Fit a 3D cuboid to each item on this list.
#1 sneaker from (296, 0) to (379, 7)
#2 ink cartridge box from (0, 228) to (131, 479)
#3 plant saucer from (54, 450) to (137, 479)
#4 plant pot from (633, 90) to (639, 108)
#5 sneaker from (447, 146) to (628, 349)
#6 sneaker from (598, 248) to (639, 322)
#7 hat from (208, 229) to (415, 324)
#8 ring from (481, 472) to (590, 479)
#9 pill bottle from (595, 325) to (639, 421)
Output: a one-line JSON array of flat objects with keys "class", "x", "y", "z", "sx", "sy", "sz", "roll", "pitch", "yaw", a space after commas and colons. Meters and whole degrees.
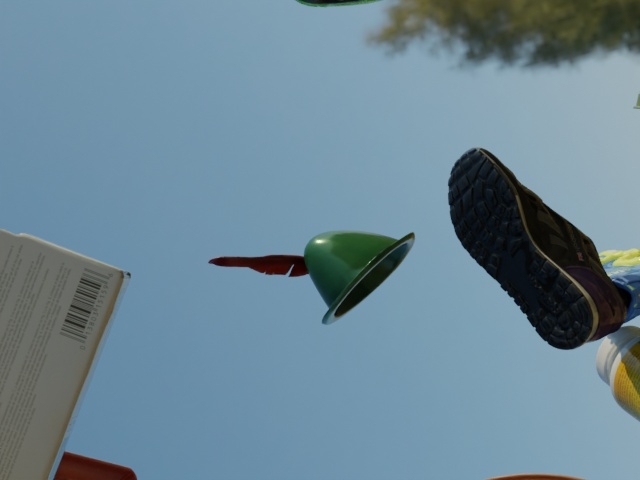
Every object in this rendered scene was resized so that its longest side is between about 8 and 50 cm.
[{"class": "sneaker", "x": 0.141, "y": -0.440, "z": 1.868, "sx": 0.202, "sy": 0.482, "sz": 0.185, "roll": 6, "pitch": -119, "yaw": -65}, {"class": "ink cartridge box", "x": -0.369, "y": 0.121, "z": 1.706, "sx": 0.060, "sy": 0.238, "sz": 0.275, "roll": 44, "pitch": -113, "yaw": -86}, {"class": "plant saucer", "x": -0.328, "y": 0.421, "z": 2.168, "sx": 0.259, "sy": 0.047, "sz": 0.258, "roll": 28, "pitch": -145, "yaw": -52}, {"class": "plant pot", "x": 0.434, "y": -0.203, "z": 1.941, "sx": 0.083, "sy": 0.083, "sz": 0.079, "roll": -13, "pitch": -76, "yaw": -69}, {"class": "sneaker", "x": 0.266, "y": 0.007, "z": 1.903, "sx": 0.124, "sy": 0.107, "sz": 0.283, "roll": -12, "pitch": -117, "yaw": -46}, {"class": "sneaker", "x": 0.367, "y": 0.064, "z": 1.994, "sx": 0.126, "sy": 0.240, "sz": 0.091, "roll": -20, "pitch": -92, "yaw": -27}, {"class": "hat", "x": 0.000, "y": 0.000, "z": 2.164, "sx": 0.183, "sy": 0.173, "sz": 0.208, "roll": 45, "pitch": -132, "yaw": 12}, {"class": "ring", "x": 0.178, "y": 0.346, "z": 1.299, "sx": 0.032, "sy": 0.336, "sz": 0.337, "roll": 73, "pitch": -164, "yaw": -49}, {"class": "pill bottle", "x": 0.441, "y": 0.186, "z": 1.968, "sx": 0.118, "sy": 0.117, "sz": 0.208, "roll": 63, "pitch": 169, "yaw": -28}]
